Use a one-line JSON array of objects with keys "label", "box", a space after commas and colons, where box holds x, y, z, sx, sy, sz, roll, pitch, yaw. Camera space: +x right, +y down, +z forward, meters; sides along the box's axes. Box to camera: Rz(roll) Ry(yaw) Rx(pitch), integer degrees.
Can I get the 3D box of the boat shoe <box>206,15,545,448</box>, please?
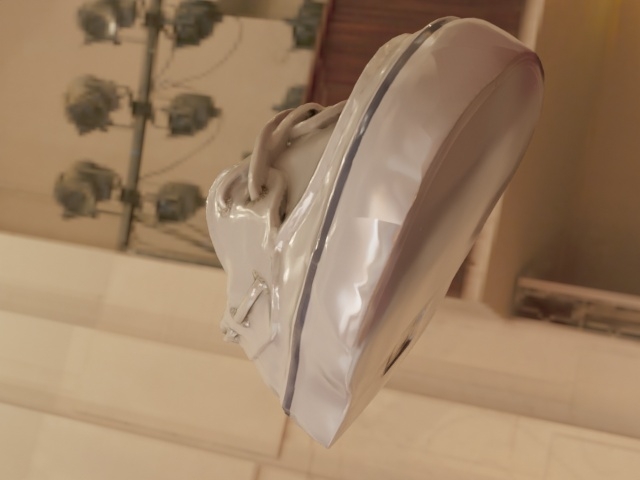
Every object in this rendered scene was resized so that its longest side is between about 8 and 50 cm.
[{"label": "boat shoe", "box": [0.000, 0.000, 0.449, 0.095, 0.084, 0.258, -47, -11, -27]}]
